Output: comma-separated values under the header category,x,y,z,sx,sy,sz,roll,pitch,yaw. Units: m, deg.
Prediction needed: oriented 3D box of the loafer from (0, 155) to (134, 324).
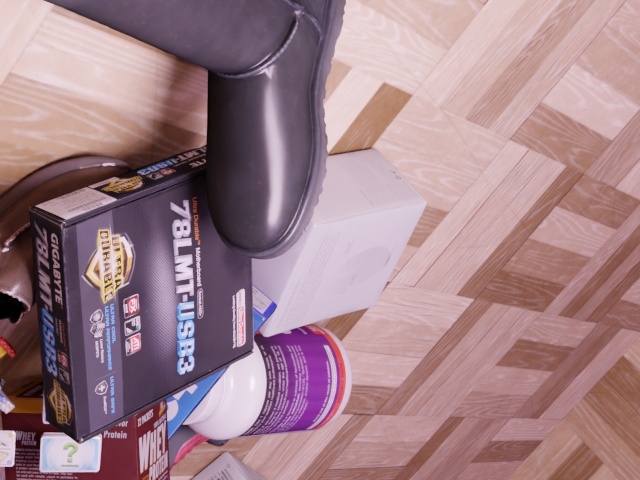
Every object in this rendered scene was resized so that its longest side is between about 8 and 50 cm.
category,x,y,z,sx,sy,sz,roll,pitch,yaw
loafer,-0.358,0.038,1.420,0.366,0.130,0.133,-35,149,-12

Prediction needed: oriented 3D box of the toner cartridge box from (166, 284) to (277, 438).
category,x,y,z,sx,sy,sz,roll,pitch,yaw
toner cartridge box,-0.232,0.176,1.702,0.347,0.165,0.075,-52,177,17

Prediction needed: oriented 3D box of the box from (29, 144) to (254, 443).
category,x,y,z,sx,sy,sz,roll,pitch,yaw
box,-0.205,0.056,1.456,0.293,0.073,0.295,-23,125,-42

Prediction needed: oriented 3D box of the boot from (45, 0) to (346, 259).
category,x,y,z,sx,sy,sz,roll,pitch,yaw
boot,-0.143,-0.200,1.221,0.445,0.146,0.366,26,69,-62

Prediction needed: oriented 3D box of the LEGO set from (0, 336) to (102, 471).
category,x,y,z,sx,sy,sz,roll,pitch,yaw
LEGO set,-0.392,0.208,1.492,0.244,0.060,0.182,3,102,-13

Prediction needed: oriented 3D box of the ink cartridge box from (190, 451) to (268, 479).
category,x,y,z,sx,sy,sz,roll,pitch,yaw
ink cartridge box,-0.214,0.585,2.345,0.308,0.091,0.385,-40,149,-2

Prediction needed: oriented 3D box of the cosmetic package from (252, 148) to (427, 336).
category,x,y,z,sx,sy,sz,roll,pitch,yaw
cosmetic package,0.000,0.000,1.775,0.225,0.138,0.224,-13,140,-41

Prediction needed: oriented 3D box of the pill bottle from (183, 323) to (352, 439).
category,x,y,z,sx,sy,sz,roll,pitch,yaw
pill bottle,-0.107,0.219,1.897,0.323,0.181,0.181,6,126,-52

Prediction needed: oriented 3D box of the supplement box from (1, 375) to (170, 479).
category,x,y,z,sx,sy,sz,roll,pitch,yaw
supplement box,-0.315,0.292,1.631,0.129,0.191,0.194,-32,121,-76

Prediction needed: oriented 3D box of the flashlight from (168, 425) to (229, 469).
category,x,y,z,sx,sy,sz,roll,pitch,yaw
flashlight,-0.228,0.341,1.913,0.304,0.103,0.103,-31,156,-52
